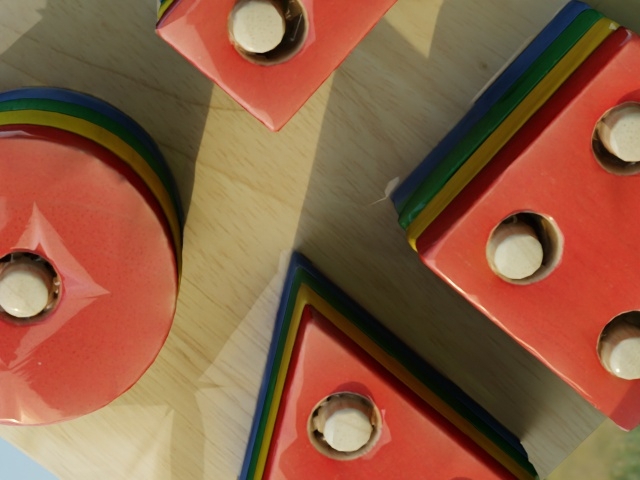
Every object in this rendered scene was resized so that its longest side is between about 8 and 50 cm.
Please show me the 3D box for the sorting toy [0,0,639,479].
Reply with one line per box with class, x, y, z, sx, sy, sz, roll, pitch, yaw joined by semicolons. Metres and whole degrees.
sorting toy;0.000;0.000;0.438;0.257;0.255;0.089;40;-169;-17
